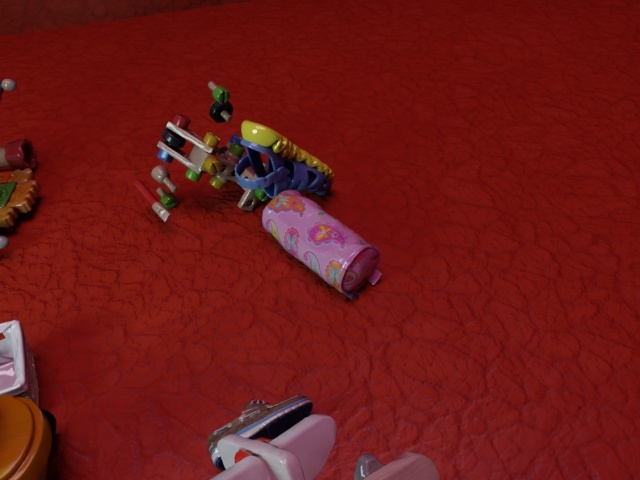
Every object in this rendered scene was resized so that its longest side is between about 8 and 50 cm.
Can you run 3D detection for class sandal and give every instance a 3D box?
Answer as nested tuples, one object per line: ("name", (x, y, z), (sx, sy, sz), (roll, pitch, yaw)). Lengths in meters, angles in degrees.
("sandal", (-0.088, -0.157, 1.321), (0.126, 0.317, 0.138), (28, 94, 38))

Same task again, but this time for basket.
("basket", (-0.575, 0.245, 1.041), (0.113, 0.103, 0.167), (-17, 42, -19))

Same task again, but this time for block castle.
("block castle", (-0.834, -0.179, 1.395), (0.213, 0.303, 0.453), (-7, 43, -1))

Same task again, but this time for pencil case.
("pencil case", (0.000, 0.000, 1.233), (0.124, 0.124, 0.284), (-34, 50, -26))

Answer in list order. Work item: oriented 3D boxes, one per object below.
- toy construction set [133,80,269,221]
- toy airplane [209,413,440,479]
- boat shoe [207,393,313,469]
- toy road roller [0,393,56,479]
("toy construction set", (-0.257, -0.151, 1.378), (0.309, 0.257, 0.237), (-42, 63, -6))
("toy airplane", (-0.029, 0.403, 0.677), (0.386, 0.272, 0.384), (24, 54, -18))
("boat shoe", (-0.102, 0.296, 0.957), (0.183, 0.066, 0.066), (-25, 44, -18))
("toy road roller", (-0.567, 0.329, 0.852), (0.329, 0.240, 0.202), (-12, 42, -6))
